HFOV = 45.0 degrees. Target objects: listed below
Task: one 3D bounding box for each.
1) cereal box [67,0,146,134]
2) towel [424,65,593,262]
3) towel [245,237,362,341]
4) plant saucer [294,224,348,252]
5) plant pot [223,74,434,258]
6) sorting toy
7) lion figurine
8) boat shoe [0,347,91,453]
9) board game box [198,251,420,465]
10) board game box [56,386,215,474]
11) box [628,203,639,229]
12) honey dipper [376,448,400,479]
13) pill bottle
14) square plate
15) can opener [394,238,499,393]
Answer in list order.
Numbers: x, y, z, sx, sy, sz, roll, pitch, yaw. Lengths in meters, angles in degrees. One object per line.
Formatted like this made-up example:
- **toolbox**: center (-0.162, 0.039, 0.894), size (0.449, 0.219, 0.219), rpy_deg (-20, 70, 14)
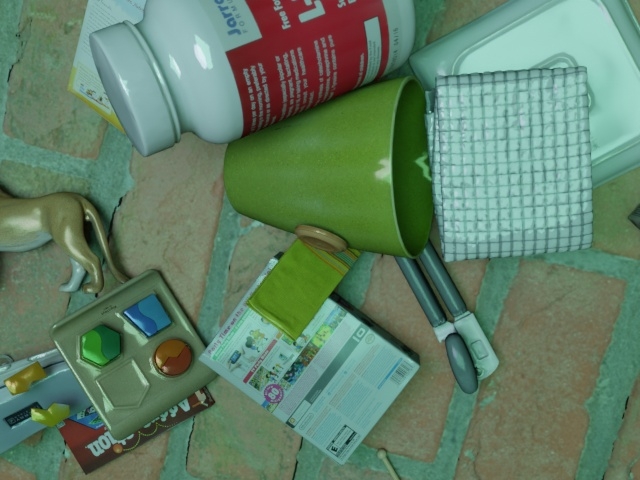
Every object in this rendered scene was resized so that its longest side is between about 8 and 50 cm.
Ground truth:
- **cereal box**: center (-0.304, -0.295, 1.223), size (0.173, 0.047, 0.240), rpy_deg (38, 127, 11)
- **towel**: center (0.285, -0.118, 1.182), size (0.235, 0.121, 0.283), rpy_deg (-5, 97, 10)
- **towel**: center (-0.016, 0.049, 1.256), size (0.102, 0.021, 0.237), rpy_deg (36, 55, 3)
- **plant saucer**: center (0.000, 0.000, 1.150), size (0.084, 0.083, 0.013), rpy_deg (19, 75, 5)
- **plant pot**: center (0.008, -0.111, 1.213), size (0.294, 0.275, 0.274), rpy_deg (1, 96, 21)
- **sorting toy**: center (-0.351, 0.215, 1.303), size (0.307, 0.041, 0.229), rpy_deg (-32, 93, -22)
- **lion figurine**: center (-0.524, -0.025, 1.355), size (0.393, 0.142, 0.240), rpy_deg (0, 88, -6)
- **boat shoe**: center (-0.566, 0.272, 1.377), size (0.367, 0.156, 0.135), rpy_deg (-26, 120, -2)
- **board game box**: center (-0.017, 0.197, 1.314), size (0.303, 0.097, 0.224), rpy_deg (37, 99, 1)
- **board game box**: center (-0.347, 0.301, 1.405), size (0.281, 0.027, 0.145), rpy_deg (-30, 93, 10)
- **box**: center (0.609, -0.077, 1.173), size (0.127, 0.148, 0.232), rpy_deg (39, 100, 1)
- **honey dipper**: center (0.144, 0.436, 1.352), size (0.031, 0.030, 0.160), rpy_deg (-29, 90, 10)
- **pill bottle**: center (-0.092, -0.273, 1.065), size (0.408, 0.229, 0.229), rpy_deg (-27, 92, -17)
- **square plate**: center (0.372, -0.234, 1.239), size (0.347, 0.049, 0.344), rpy_deg (-29, 91, 10)
- **can opener**: center (0.208, 0.113, 1.282), size (0.074, 0.093, 0.280), rpy_deg (-28, 87, 11)
